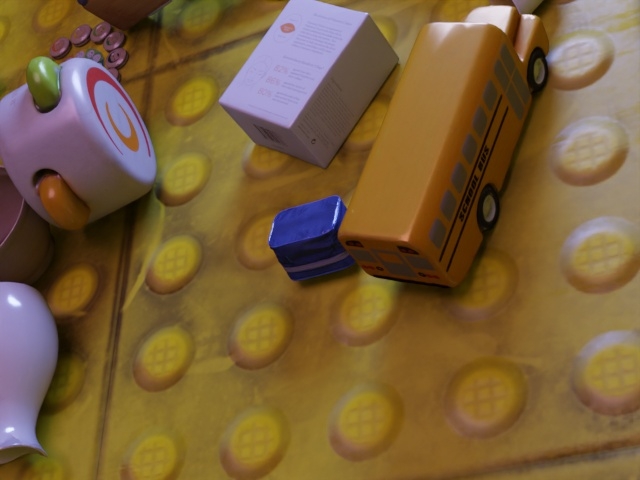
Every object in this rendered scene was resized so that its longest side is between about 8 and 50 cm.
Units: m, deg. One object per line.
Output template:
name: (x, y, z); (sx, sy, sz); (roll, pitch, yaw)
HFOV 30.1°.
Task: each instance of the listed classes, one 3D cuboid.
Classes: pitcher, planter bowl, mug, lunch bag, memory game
pitcher: (-0.390, 0.168, 1.411); (0.178, 0.125, 0.207); (-24, 60, 36)
planter bowl: (-0.413, 0.000, 1.533); (0.162, 0.109, 0.162); (-16, 52, 22)
mug: (0.228, -0.294, 1.370); (0.064, 0.062, 0.078); (-39, 54, -7)
lunch bag: (0.000, 0.000, 1.308); (0.098, 0.065, 0.067); (-14, 38, 25)
memory game: (-0.358, -0.244, 1.731); (0.186, 0.012, 0.186); (-16, 53, 22)

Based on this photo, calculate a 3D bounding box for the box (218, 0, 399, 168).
box: (-0.013, -0.192, 1.427); (0.130, 0.091, 0.170); (25, 75, 41)

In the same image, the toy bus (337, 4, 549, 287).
toy bus: (0.136, -0.113, 1.254); (0.108, 0.130, 0.333); (7, 64, 35)

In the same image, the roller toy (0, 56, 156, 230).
roller toy: (-0.310, -0.115, 1.494); (0.146, 0.191, 0.209); (-26, 85, 13)

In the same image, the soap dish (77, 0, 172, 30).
soap dish: (-0.266, -0.466, 1.639); (0.229, 0.118, 0.291); (-21, 81, 47)
